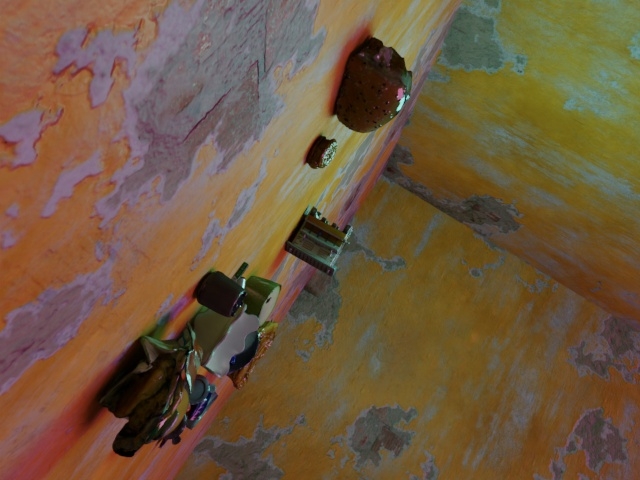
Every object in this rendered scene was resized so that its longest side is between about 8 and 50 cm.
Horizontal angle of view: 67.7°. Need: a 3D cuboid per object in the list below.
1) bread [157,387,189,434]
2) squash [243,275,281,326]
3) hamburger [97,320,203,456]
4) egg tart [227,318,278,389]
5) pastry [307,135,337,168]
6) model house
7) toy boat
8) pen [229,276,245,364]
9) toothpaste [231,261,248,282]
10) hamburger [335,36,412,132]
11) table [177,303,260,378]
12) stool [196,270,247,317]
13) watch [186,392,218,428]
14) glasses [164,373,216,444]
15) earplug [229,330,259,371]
[{"bbox_3d":[-0.477,0.537,1.462,0.147,0.098,0.217,-62,174,8],"label":"bread"},{"bbox_3d":[-0.218,0.203,1.672,0.170,0.123,0.170,-56,173,-11],"label":"squash"},{"bbox_3d":[-0.381,0.318,1.039,0.260,0.150,0.276,-42,-162,31],"label":"hamburger"},{"bbox_3d":[-0.318,0.476,2.097,0.339,0.153,0.351,-56,173,-18],"label":"egg tart"},{"bbox_3d":[0.004,-0.262,1.423,0.109,0.057,0.097,-62,167,19],"label":"pastry"},{"bbox_3d":[0.000,0.000,1.941,0.215,0.224,0.198,-61,176,-2],"label":"model house"},{"bbox_3d":[-0.528,0.689,1.903,0.318,0.072,0.219,-50,-172,29],"label":"toy boat"},{"bbox_3d":[-0.255,0.237,1.431,0.033,0.033,0.269,110,-14,-63],"label":"pen"},{"bbox_3d":[-0.247,0.103,1.446,0.083,0.017,0.020,-55,176,-19],"label":"toothpaste"},{"bbox_3d":[0.154,-0.410,1.313,0.168,0.192,0.288,-43,167,-28],"label":"hamburger"},{"bbox_3d":[-0.278,0.258,1.324,0.198,0.166,0.166,-56,173,-19],"label":"table"},{"bbox_3d":[-0.246,0.136,1.194,0.096,0.110,0.096,-59,172,-14],"label":"stool"},{"bbox_3d":[-0.546,0.758,2.157,0.195,0.068,0.237,-52,176,-22],"label":"watch"},{"bbox_3d":[-0.475,0.603,1.704,0.234,0.118,0.268,-58,175,-25],"label":"glasses"},{"bbox_3d":[-0.314,0.366,1.558,0.185,0.185,0.324,-54,177,-30],"label":"earplug"}]
